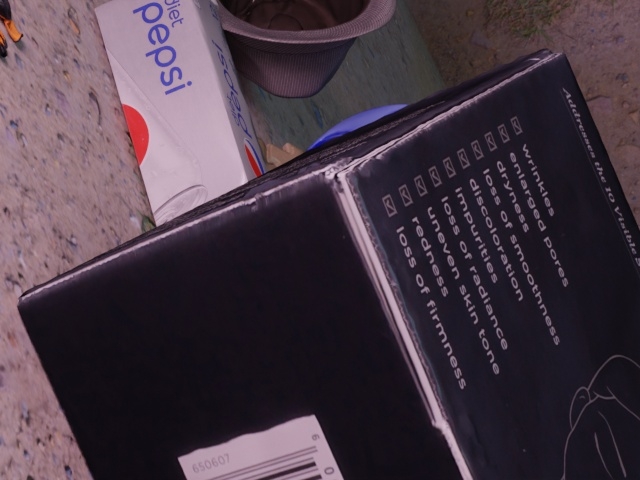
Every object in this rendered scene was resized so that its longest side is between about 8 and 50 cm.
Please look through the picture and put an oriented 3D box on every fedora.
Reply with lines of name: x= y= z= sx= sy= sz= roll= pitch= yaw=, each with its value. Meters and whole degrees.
fedora: x=-0.038 y=-0.254 z=2.187 sx=0.275 sy=0.243 sz=0.124 roll=-112 pitch=-160 yaw=-47

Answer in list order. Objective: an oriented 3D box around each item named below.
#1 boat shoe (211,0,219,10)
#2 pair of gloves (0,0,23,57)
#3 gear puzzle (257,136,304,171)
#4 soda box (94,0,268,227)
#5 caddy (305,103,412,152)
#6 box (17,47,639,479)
boat shoe: x=-0.156 y=-0.272 z=1.979 sx=0.063 sy=0.066 sz=0.184 roll=55 pitch=12 yaw=12
pair of gloves: x=-0.259 y=-0.185 z=1.495 sx=0.083 sy=0.010 sz=0.074 roll=-81 pitch=147 yaw=-69
gear puzzle: x=0.000 y=0.000 z=1.924 sx=0.339 sy=0.044 sz=0.175 roll=27 pitch=42 yaw=-32
soda box: x=-0.117 y=-0.097 z=1.740 sx=0.091 sy=0.098 sz=0.286 roll=42 pitch=28 yaw=-66
caddy: x=0.092 y=0.000 z=2.135 sx=0.179 sy=0.241 sz=0.341 roll=59 pitch=13 yaw=-51
box: x=0.087 y=0.151 z=1.458 sx=0.472 sy=0.297 sz=0.480 roll=-30 pitch=98 yaw=-60
